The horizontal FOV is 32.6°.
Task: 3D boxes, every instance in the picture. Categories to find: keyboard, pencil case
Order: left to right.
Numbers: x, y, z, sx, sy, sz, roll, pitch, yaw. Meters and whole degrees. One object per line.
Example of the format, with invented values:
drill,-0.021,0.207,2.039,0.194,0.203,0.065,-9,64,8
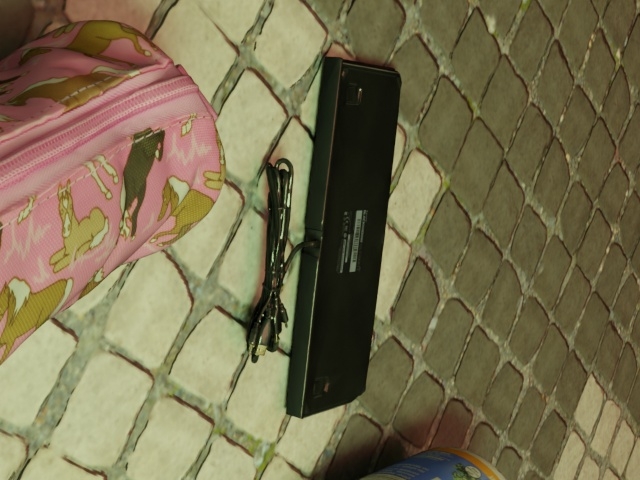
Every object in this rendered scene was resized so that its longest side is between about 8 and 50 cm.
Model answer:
pencil case,-0.184,-0.001,0.527,0.386,0.167,0.160,-50,148,-63
keyboard,0.000,0.000,0.954,0.201,0.033,0.317,-4,101,-58

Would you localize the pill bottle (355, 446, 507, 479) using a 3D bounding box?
pill bottle,0.061,0.294,1.009,0.272,0.152,0.152,-9,106,-52
